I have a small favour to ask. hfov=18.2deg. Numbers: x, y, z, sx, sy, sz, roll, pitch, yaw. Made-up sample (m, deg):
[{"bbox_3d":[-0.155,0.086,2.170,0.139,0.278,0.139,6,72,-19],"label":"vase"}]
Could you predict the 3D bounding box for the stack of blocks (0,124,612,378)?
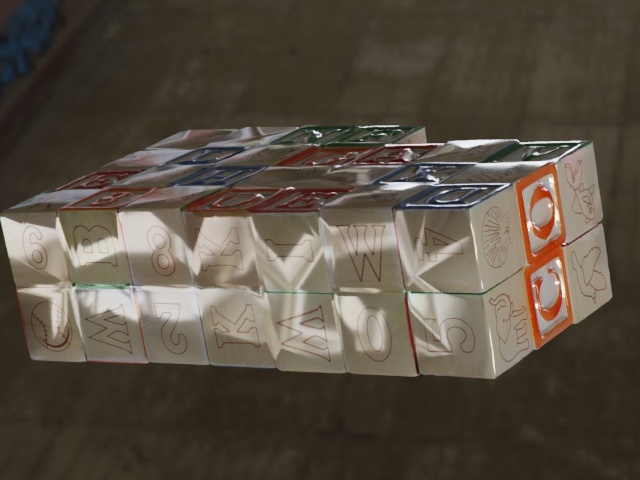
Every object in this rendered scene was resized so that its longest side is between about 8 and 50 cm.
[{"bbox_3d":[0.000,0.000,1.066,0.297,0.087,0.171,0,-162,35],"label":"stack of blocks"}]
